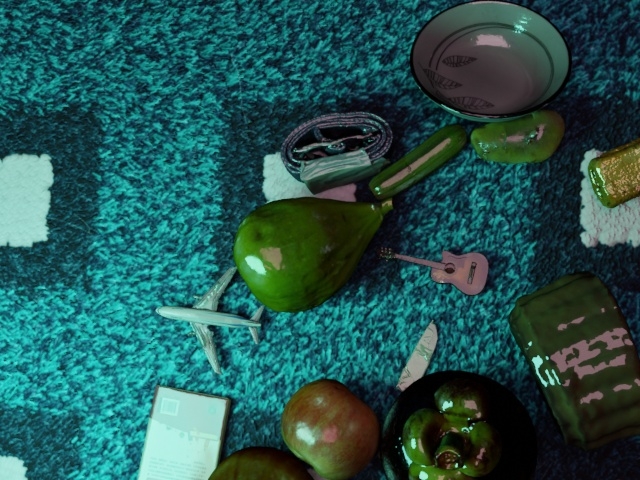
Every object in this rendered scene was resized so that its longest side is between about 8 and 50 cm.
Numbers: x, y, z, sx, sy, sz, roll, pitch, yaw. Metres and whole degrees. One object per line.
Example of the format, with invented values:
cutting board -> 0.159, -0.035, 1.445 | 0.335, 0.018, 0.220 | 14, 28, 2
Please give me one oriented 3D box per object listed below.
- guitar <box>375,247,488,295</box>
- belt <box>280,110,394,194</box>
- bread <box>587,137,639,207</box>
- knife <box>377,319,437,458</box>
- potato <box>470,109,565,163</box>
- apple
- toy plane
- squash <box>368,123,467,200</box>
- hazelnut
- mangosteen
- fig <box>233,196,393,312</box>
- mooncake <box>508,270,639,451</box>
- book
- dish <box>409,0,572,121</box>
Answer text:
guitar -> 0.226, 0.050, 1.958 | 0.233, 0.025, 0.088 | 13, 85, 9
belt -> 0.036, -0.186, 1.959 | 0.230, 0.126, 0.140 | -13, 80, 4
bread -> 0.638, -0.147, 1.903 | 0.211, 0.083, 0.114 | -21, 86, 4
knife -> 0.174, 0.298, 1.937 | 0.047, 0.017, 0.298 | 23, 87, 15
potato -> 0.397, -0.206, 1.940 | 0.188, 0.085, 0.105 | -4, 88, 10
apple -> 0.020, 0.362, 1.857 | 0.209, 0.209, 0.164 | 42, 77, 10
toy plane -> -0.225, 0.159, 1.982 | 0.226, 0.058, 0.226 | 7, 85, 11
squash -> 0.202, -0.159, 1.968 | 0.229, 0.066, 0.066 | -34, 80, 2
hazelnut -> -0.107, 0.513, 1.851 | 0.251, 0.217, 0.217 | 21, 86, 10
mangosteen -> 0.252, 0.366, 1.776 | 0.297, 0.297, 0.313 | -5, 125, 6
fig -> -0.012, 0.028, 1.892 | 0.314, 0.233, 0.233 | 0, 83, 2
mooncake -> 0.475, 0.223, 1.765 | 0.187, 0.324, 0.324 | -23, 81, 8
book -> -0.282, 0.424, 1.974 | 0.162, 0.022, 0.232 | 9, 84, 10
dish -> 0.337, -0.335, 1.931 | 0.316, 0.106, 0.316 | -2, 59, 4
